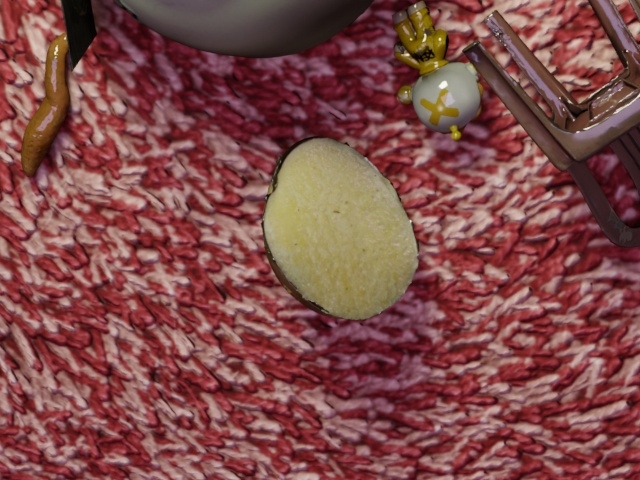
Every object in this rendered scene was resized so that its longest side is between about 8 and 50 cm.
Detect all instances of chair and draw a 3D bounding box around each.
[{"bbox_3d":[0.303,-0.120,1.039,0.176,0.183,0.326,-36,101,18],"label":"chair"}]

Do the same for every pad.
[{"bbox_3d":[-0.253,-0.362,0.988,0.007,0.247,0.367,-7,109,-5],"label":"pad"}]

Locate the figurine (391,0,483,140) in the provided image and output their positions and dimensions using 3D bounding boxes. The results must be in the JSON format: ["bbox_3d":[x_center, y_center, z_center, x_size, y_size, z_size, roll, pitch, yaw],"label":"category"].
[{"bbox_3d":[0.126,-0.181,1.100,0.101,0.068,0.143,5,110,23],"label":"figurine"}]

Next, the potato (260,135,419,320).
[{"bbox_3d":[0.000,0.000,1.155,0.202,0.182,0.117,51,151,-4],"label":"potato"}]

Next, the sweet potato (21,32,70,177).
[{"bbox_3d":[-0.308,-0.148,1.181,0.044,0.044,0.179,22,112,-1],"label":"sweet potato"}]

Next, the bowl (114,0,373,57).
[{"bbox_3d":[-0.100,-0.336,0.974,0.354,0.185,0.353,6,110,17],"label":"bowl"}]
